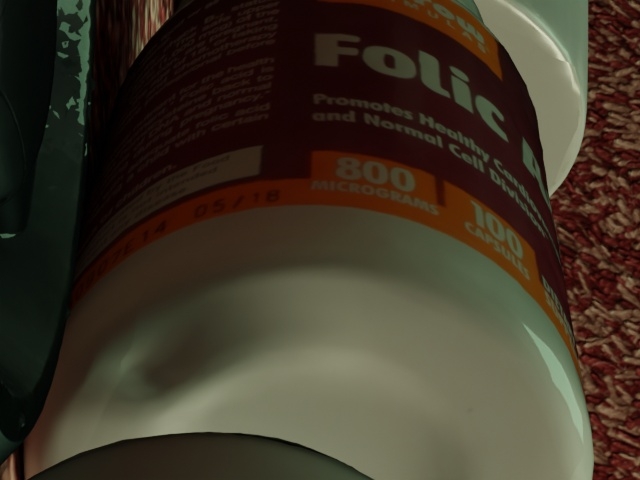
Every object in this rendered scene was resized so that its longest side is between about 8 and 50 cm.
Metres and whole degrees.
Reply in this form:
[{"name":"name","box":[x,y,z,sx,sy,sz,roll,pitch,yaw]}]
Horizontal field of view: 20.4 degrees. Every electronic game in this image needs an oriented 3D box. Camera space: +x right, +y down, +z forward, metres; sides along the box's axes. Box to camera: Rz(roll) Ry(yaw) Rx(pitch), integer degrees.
[{"name":"electronic game","box":[-0.083,-0.050,0.395,0.229,0.048,0.229,-178,-90,-89]}]

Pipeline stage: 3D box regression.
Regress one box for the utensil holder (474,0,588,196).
[{"name":"utensil holder","box":[0.054,-0.228,1.411,0.327,0.328,0.385,93,3,-48]}]

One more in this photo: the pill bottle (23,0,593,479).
[{"name":"pill bottle","box":[0.000,0.000,0.841,0.392,0.224,0.224,-88,-179,-60]}]

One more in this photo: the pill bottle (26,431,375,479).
[{"name":"pill bottle","box":[-0.030,0.142,0.496,0.318,0.176,0.176,95,-2,-83]}]
